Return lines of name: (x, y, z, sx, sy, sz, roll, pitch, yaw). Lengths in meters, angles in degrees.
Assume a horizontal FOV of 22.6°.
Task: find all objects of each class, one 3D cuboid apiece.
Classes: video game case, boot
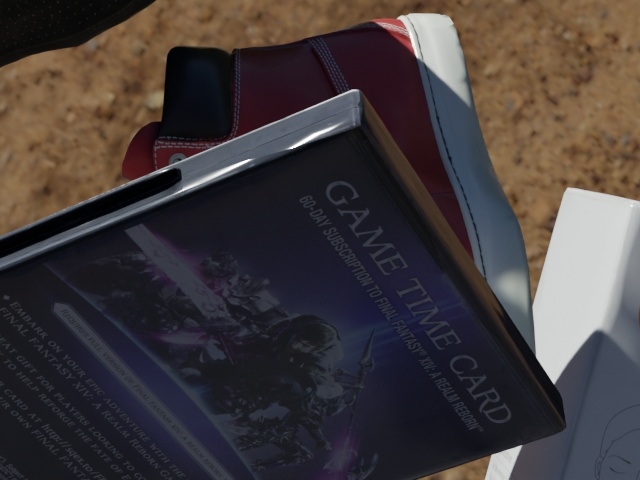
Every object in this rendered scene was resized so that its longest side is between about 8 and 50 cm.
video game case: (-0.063, 0.060, 0.655, 0.274, 0.196, 0.026, -22, 41, 17)
boot: (0.000, 0.000, 0.767, 0.176, 0.088, 0.244, -8, 56, -11)

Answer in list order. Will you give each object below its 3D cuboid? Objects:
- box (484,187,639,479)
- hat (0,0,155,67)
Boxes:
box: (0.223, 0.162, 0.979, 0.168, 0.215, 0.345, -134, 59, -83)
hat: (-0.223, -0.207, 0.825, 0.331, 0.331, 0.134, -32, 64, 26)
